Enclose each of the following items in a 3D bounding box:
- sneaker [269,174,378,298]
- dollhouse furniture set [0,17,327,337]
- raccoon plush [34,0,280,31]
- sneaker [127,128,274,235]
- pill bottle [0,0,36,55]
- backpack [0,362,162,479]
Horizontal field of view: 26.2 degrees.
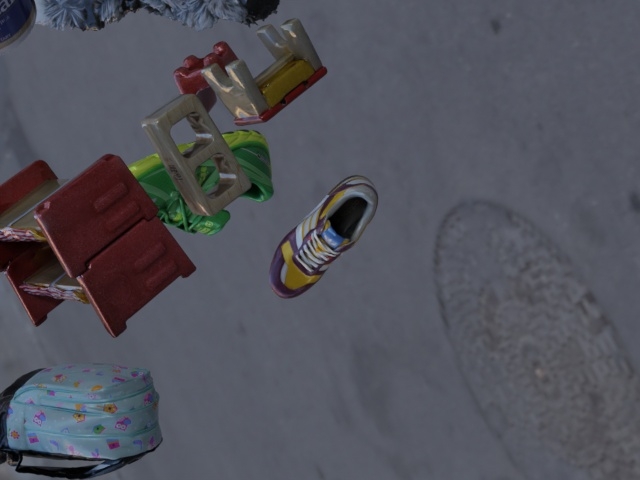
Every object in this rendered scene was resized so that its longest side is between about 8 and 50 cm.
[{"bbox_3d":[0.000,0.000,1.677,0.070,0.185,0.084,35,-169,-8],"label":"sneaker"},{"bbox_3d":[-0.167,-0.071,1.482,0.201,0.374,0.152,3,128,56],"label":"dollhouse furniture set"},{"bbox_3d":[-0.178,-0.433,1.926,0.447,0.299,0.216,3,114,21],"label":"raccoon plush"},{"bbox_3d":[-0.177,-0.061,1.814,0.109,0.296,0.123,-26,86,58],"label":"sneaker"},{"bbox_3d":[-0.317,-0.244,1.206,0.094,0.094,0.169,54,169,31],"label":"pill bottle"},{"bbox_3d":[-0.272,0.200,1.585,0.182,0.152,0.115,3,109,26],"label":"backpack"}]
